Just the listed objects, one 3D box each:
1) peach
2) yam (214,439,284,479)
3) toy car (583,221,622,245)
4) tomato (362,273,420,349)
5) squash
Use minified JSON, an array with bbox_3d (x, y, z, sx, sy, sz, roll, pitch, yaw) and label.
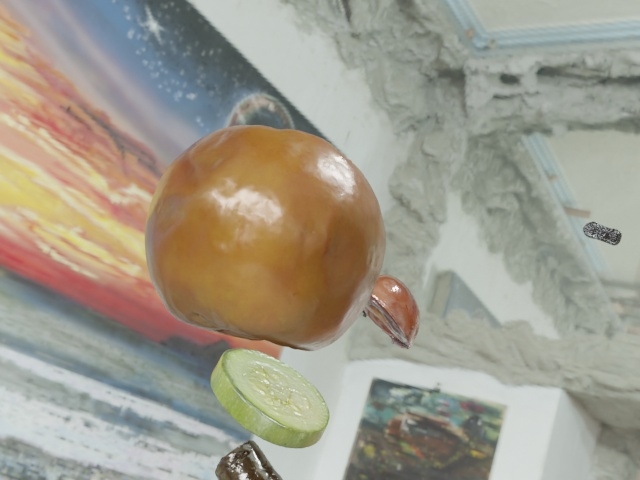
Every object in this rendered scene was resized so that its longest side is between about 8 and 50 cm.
[{"bbox_3d":[-0.072,-0.009,1.161,0.343,0.301,0.343,12,-11,2],"label":"peach"},{"bbox_3d":[-0.118,0.574,1.772,0.279,0.131,0.131,49,-5,25],"label":"yam"},{"bbox_3d":[0.698,-0.018,2.033,0.093,0.041,0.025,22,1,22],"label":"toy car"},{"bbox_3d":[0.180,0.164,2.005,0.199,0.112,0.228,48,-10,0],"label":"tomato"},{"bbox_3d":[-0.091,0.305,1.604,0.252,0.049,0.252,28,15,-9],"label":"squash"}]
